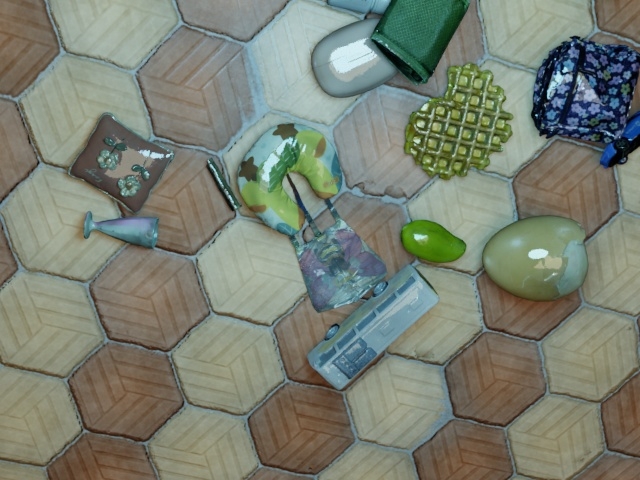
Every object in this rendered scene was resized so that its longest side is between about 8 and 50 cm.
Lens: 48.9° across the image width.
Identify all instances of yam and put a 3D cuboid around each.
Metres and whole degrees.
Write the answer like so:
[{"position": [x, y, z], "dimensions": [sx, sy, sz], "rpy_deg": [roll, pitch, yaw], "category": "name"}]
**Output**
[{"position": [-0.221, -0.127, 1.589], "dimensions": [0.027, 0.033, 0.129], "rpy_deg": [-21, 104, 29], "category": "yam"}]

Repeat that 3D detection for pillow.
[{"position": [-0.068, -0.144, 1.562], "dimensions": [0.233, 0.086, 0.214], "rpy_deg": [-43, 104, -2], "category": "pillow"}, {"position": [-0.434, -0.166, 1.530], "dimensions": [0.179, 0.075, 0.171], "rpy_deg": [32, 101, -12], "category": "pillow"}]

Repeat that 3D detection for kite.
[{"position": [0.000, 0.001, 1.648], "dimensions": [0.204, 0.022, 0.360], "rpy_deg": [-31, 106, 4], "category": "kite"}]

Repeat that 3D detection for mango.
[{"position": [0.267, 0.004, 1.646], "dimensions": [0.165, 0.074, 0.091], "rpy_deg": [15, 102, -10], "category": "mango"}]

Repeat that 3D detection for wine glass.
[{"position": [-0.443, -0.025, 1.569], "dimensions": [0.155, 0.073, 0.073], "rpy_deg": [7, 105, -8], "category": "wine glass"}]

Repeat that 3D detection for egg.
[{"position": [0.496, 0.041, 1.617], "dimensions": [0.245, 0.201, 0.201], "rpy_deg": [0, 106, 8], "category": "egg"}]

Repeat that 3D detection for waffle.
[{"position": [0.303, -0.263, 1.586], "dimensions": [0.253, 0.056, 0.249], "rpy_deg": [-21, 106, 2], "category": "waffle"}]

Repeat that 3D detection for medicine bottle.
[{"position": [0.084, -0.521, 1.479], "dimensions": [0.130, 0.080, 0.080], "rpy_deg": [10, 104, -9], "category": "medicine bottle"}]

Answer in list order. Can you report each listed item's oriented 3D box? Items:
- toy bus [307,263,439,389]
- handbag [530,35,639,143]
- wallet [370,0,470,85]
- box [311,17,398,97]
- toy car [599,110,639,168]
[{"position": [0.123, 0.207, 1.656], "dimensions": [0.342, 0.138, 0.097], "rpy_deg": [-43, 107, 5], "category": "toy bus"}, {"position": [0.580, -0.328, 1.558], "dimensions": [0.208, 0.127, 0.228], "rpy_deg": [11, 105, -2], "category": "handbag"}, {"position": [0.209, -0.461, 1.476], "dimensions": [0.160, 0.055, 0.236], "rpy_deg": [37, 69, -24], "category": "wallet"}, {"position": [0.080, -0.391, 1.511], "dimensions": [0.200, 0.088, 0.145], "rpy_deg": [-24, 105, 0], "category": "box"}, {"position": [0.727, -0.251, 1.617], "dimensions": [0.216, 0.103, 0.063], "rpy_deg": [-38, 66, 8], "category": "toy car"}]
